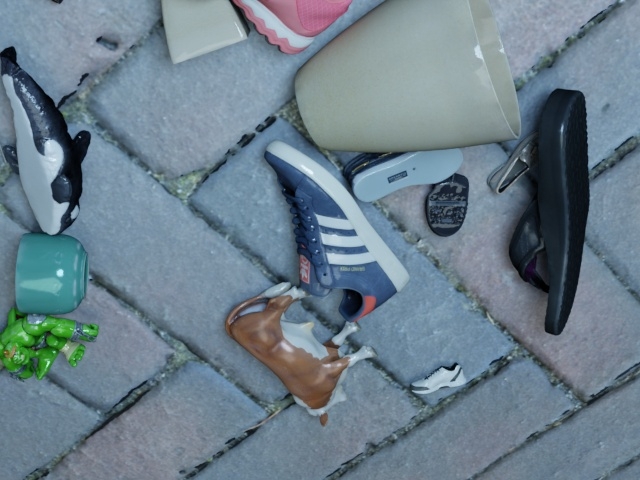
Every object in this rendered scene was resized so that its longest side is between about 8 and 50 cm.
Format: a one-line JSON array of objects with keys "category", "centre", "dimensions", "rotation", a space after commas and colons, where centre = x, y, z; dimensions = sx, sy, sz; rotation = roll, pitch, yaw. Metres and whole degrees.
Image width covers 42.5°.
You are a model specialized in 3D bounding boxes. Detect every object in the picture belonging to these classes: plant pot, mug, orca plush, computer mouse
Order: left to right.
[{"category": "orca plush", "centre": [-0.402, -0.152, 1.234], "dimensions": [0.151, 0.102, 0.287], "rotation": [6, 120, 43]}, {"category": "mug", "centre": [-0.423, 0.052, 1.320], "dimensions": [0.098, 0.158, 0.129], "rotation": [2, 96, -9]}, {"category": "plant pot", "centre": [-0.166, -0.313, 1.139], "dimensions": [0.109, 0.109, 0.096], "rotation": [-18, 110, 4]}, {"category": "plant pot", "centre": [0.112, -0.225, 1.159], "dimensions": [0.274, 0.256, 0.256], "rotation": [-16, 123, 21]}, {"category": "computer mouse", "centre": [0.213, -0.119, 1.341], "dimensions": [0.071, 0.041, 0.241], "rotation": [3, 114, -5]}]

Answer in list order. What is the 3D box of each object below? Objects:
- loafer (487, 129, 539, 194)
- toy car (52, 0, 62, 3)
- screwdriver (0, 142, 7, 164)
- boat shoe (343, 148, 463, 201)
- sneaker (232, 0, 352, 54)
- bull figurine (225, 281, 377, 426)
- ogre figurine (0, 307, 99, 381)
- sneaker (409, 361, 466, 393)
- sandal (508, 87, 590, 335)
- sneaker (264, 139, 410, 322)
[{"category": "loafer", "centre": [0.327, -0.124, 1.345], "dimensions": [0.045, 0.039, 0.125], "rotation": [33, 112, -24]}, {"category": "toy car", "centre": [-0.365, -0.388, 1.116], "dimensions": [0.041, 0.060, 0.121], "rotation": [23, 103, 29]}, {"category": "screwdriver", "centre": [-0.495, -0.186, 1.223], "dimensions": [0.025, 0.024, 0.169], "rotation": [14, 130, 19]}, {"category": "boat shoe", "centre": [0.127, -0.123, 1.302], "dimensions": [0.184, 0.083, 0.065], "rotation": [-18, 121, -5]}, {"category": "sneaker", "centre": [-0.078, -0.364, 1.056], "dimensions": [0.136, 0.115, 0.314], "rotation": [-23, 151, 32]}, {"category": "bull figurine", "centre": [-0.023, 0.198, 1.462], "dimensions": [0.188, 0.101, 0.310], "rotation": [-41, 119, 12]}, {"category": "ogre figurine", "centre": [-0.484, 0.174, 1.396], "dimensions": [0.197, 0.096, 0.118], "rotation": [-12, 143, 39]}, {"category": "sneaker", "centre": [0.221, 0.261, 1.569], "dimensions": [0.109, 0.040, 0.043], "rotation": [-15, 105, -2]}, {"category": "sandal", "centre": [0.372, -0.043, 1.353], "dimensions": [0.107, 0.167, 0.445], "rotation": [10, 127, 29]}, {"category": "sneaker", "centre": [0.000, 0.000, 1.310], "dimensions": [0.148, 0.131, 0.350], "rotation": [-43, 118, -5]}]
